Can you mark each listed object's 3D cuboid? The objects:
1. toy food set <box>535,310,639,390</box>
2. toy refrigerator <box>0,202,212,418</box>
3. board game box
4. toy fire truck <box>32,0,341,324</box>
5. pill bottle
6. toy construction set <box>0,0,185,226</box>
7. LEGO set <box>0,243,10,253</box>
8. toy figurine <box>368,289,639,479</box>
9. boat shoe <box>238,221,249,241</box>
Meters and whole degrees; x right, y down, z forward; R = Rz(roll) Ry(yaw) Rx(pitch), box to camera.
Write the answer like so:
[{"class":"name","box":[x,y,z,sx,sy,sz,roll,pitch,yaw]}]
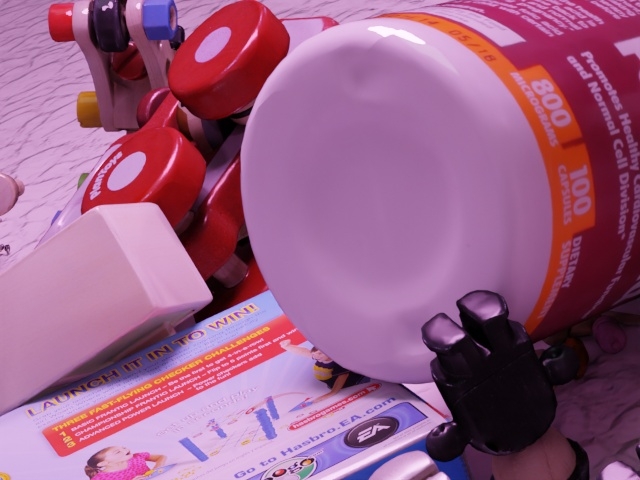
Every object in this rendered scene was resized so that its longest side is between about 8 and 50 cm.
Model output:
[{"class":"toy food set","box":[0.166,0.073,1.323,0.122,0.019,0.078,-34,25,-33]},{"class":"toy refrigerator","box":[-0.217,0.084,1.394,0.269,0.094,0.102,-34,-9,17]},{"class":"board game box","box":[-0.098,0.166,1.232,0.308,0.086,0.302,-25,21,-14]},{"class":"toy fire truck","box":[-0.107,-0.058,1.577,0.254,0.169,0.302,6,58,52]},{"class":"pill bottle","box":[0.155,-0.058,1.286,0.224,0.224,0.392,0,13,41]},{"class":"toy construction set","box":[-0.201,-0.090,1.838,0.309,0.257,0.237,-25,3,8]},{"class":"LEGO set","box":[-0.334,0.025,1.888,0.083,0.023,0.054,-18,19,-36]},{"class":"toy figurine","box":[0.145,0.129,1.024,0.213,0.148,0.209,-10,34,26]},{"class":"boat shoe","box":[0.000,0.000,1.605,0.190,0.068,0.072,-11,33,45]}]
